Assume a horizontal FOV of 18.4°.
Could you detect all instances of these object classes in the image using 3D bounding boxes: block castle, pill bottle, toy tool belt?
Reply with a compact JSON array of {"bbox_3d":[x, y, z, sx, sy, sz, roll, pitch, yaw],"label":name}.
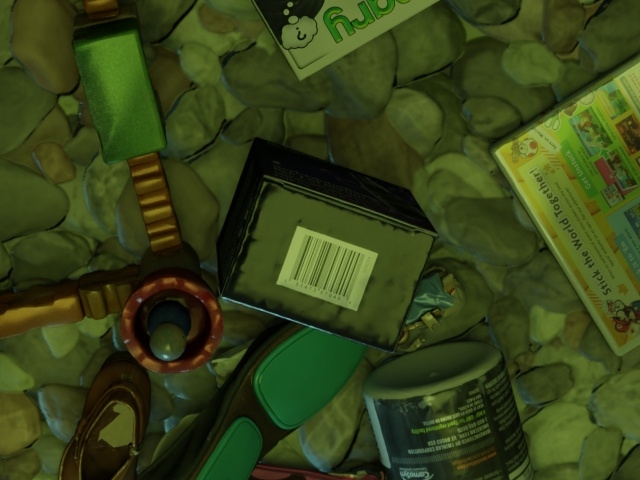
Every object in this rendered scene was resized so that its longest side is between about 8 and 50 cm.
[{"bbox_3d":[-0.268,-0.091,1.581,0.303,0.213,0.453,-13,110,-1],"label":"block castle"},{"bbox_3d":[0.127,0.223,1.740,0.130,0.130,0.246,-15,103,0],"label":"pill bottle"},{"bbox_3d":[0.088,0.059,1.740,0.083,0.051,0.052,-41,74,5],"label":"toy tool belt"}]

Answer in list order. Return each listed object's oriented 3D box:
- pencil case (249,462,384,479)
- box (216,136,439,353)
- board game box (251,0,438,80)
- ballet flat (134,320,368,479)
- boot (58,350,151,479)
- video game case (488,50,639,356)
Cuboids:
[{"bbox_3d":[-0.045,0.239,1.754,0.209,0.095,0.098,9,92,-4],"label":"pencil case"},{"bbox_3d":[0.000,0.000,1.644,0.153,0.207,0.108,18,100,-9],"label":"box"},{"bbox_3d":[0.063,-0.292,1.648,0.305,0.053,0.193,-30,114,3],"label":"board game box"},{"bbox_3d":[-0.072,0.146,1.709,0.280,0.096,0.095,-47,131,-30],"label":"ballet flat"},{"bbox_3d":[-0.190,0.200,1.702,0.073,0.152,0.197,8,102,-6],"label":"boot"},{"bbox_3d":[0.293,-0.043,1.748,0.206,0.026,0.227,-32,103,3],"label":"video game case"}]
